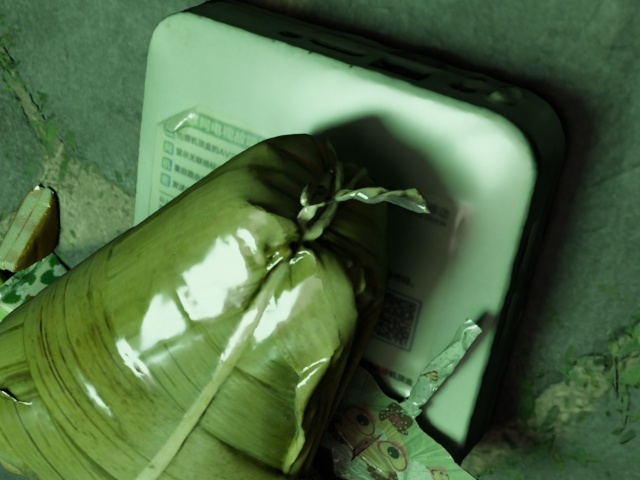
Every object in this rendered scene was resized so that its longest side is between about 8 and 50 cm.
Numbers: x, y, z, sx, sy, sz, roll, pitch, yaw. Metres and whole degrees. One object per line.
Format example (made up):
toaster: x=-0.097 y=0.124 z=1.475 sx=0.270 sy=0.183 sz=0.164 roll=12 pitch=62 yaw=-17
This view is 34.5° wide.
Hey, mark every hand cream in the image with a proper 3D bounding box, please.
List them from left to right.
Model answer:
hand cream: x=-0.261 y=0.131 z=1.223 sx=0.276 sy=0.095 sz=0.059 roll=43 pitch=152 yaw=3

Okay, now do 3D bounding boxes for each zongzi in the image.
zongzi: x=-0.002 y=0.149 z=0.909 sx=0.500 sy=0.218 sz=0.467 roll=-32 pitch=115 yaw=30

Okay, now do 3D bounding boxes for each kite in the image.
kite: x=0.078 y=0.154 z=0.930 sx=0.229 sy=0.012 sz=0.250 roll=42 pitch=130 yaw=8

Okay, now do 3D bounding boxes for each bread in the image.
bread: x=-0.340 y=-0.007 z=1.225 sx=0.043 sy=0.062 sz=0.109 roll=19 pitch=78 yaw=20

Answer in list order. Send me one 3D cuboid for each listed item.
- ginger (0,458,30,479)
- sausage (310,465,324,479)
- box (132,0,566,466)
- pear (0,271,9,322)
ginger: x=-0.337 y=0.245 z=1.320 sx=0.213 sy=0.074 sz=0.137 roll=-26 pitch=106 yaw=40
sausage: x=-0.031 y=0.246 z=1.162 sx=0.029 sy=0.029 sz=0.223 roll=-34 pitch=92 yaw=37
box: x=0.001 y=0.000 z=0.985 sx=0.396 sy=0.111 sz=0.396 roll=22 pitch=120 yaw=21
pear: x=-0.482 y=0.183 z=1.277 sx=0.159 sy=0.292 sz=0.292 roll=49 pitch=127 yaw=5
